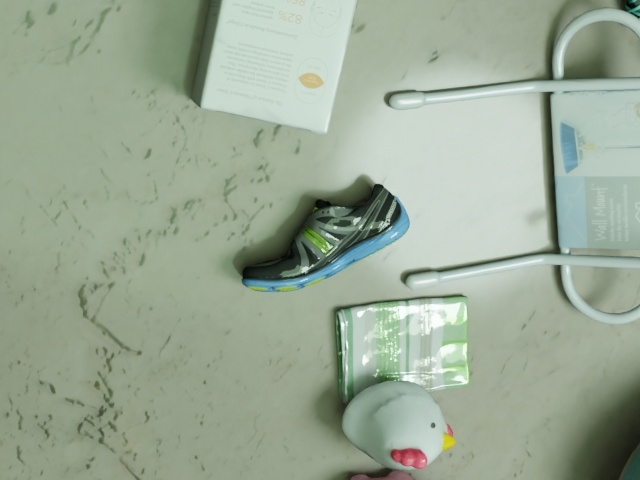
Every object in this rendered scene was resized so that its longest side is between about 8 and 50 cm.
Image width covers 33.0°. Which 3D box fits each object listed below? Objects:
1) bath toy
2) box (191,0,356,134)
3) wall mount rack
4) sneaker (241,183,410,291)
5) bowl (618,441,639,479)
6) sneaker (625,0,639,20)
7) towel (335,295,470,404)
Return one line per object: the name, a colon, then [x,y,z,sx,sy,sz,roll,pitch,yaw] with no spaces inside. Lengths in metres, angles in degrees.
bath toy: [0.098,0.326,1.187,0.152,0.129,0.348,-5,108,-13]
box: [-0.045,-0.203,1.058,0.130,0.091,0.170,11,100,-15]
wall mount rack: [0.244,-0.062,1.147,0.304,0.130,0.349,1,105,26]
sneaker: [0.000,0.000,1.140,0.188,0.067,0.078,-27,86,-3]
bowl: [0.451,0.281,1.203,0.163,0.311,0.311,41,92,1]
sneaker: [0.350,-0.260,1.151,0.167,0.065,0.076,32,99,-16]
towel: [0.094,0.122,1.204,0.152,0.023,0.113,-6,105,-11]
